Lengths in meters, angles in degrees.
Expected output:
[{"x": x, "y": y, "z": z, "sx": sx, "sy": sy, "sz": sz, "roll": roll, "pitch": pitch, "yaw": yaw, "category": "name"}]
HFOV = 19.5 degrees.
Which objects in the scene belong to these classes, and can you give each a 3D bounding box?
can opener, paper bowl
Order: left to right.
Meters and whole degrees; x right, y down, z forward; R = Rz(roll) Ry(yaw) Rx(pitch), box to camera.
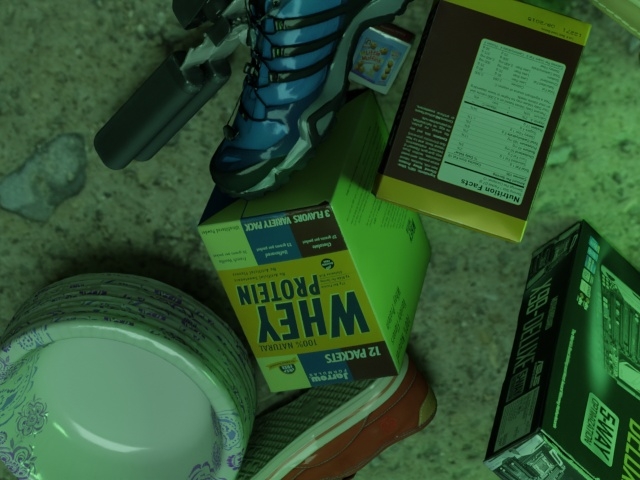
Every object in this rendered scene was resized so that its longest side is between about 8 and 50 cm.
[{"x": -0.206, "y": 0.155, "z": 1.980, "sx": 0.284, "sy": 0.148, "sz": 0.284, "roll": 6, "pitch": 126, "yaw": 9, "category": "paper bowl"}, {"x": -0.129, "y": -0.170, "z": 1.766, "sx": 0.093, "sy": 0.074, "sz": 0.280, "roll": 55, "pitch": 132, "yaw": 13, "category": "can opener"}]

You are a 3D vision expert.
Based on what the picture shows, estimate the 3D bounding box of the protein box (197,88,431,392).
[{"x": 0.000, "y": 0.000, "z": 1.785, "sx": 0.136, "sy": 0.200, "sz": 0.201, "roll": -9, "pitch": 123, "yaw": 21, "category": "protein box"}]

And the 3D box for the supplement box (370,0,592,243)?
[{"x": 0.135, "y": -0.111, "z": 1.632, "sx": 0.129, "sy": 0.191, "sz": 0.194, "roll": 18, "pitch": 93, "yaw": -1, "category": "supplement box"}]

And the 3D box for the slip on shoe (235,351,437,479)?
[{"x": -0.009, "y": 0.230, "z": 2.013, "sx": 0.331, "sy": 0.123, "sz": 0.101, "roll": -37, "pitch": 115, "yaw": 27, "category": "slip on shoe"}]

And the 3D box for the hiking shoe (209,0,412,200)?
[{"x": -0.030, "y": -0.182, "z": 1.660, "sx": 0.132, "sy": 0.113, "sz": 0.304, "roll": 27, "pitch": 100, "yaw": -31, "category": "hiking shoe"}]

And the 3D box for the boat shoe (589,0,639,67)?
[{"x": 0.335, "y": -0.158, "z": 1.639, "sx": 0.341, "sy": 0.121, "sz": 0.110, "roll": 32, "pitch": 126, "yaw": -12, "category": "boat shoe"}]

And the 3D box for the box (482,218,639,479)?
[{"x": 0.285, "y": 0.163, "z": 1.769, "sx": 0.242, "sy": 0.307, "sz": 0.076, "roll": 42, "pitch": 128, "yaw": -16, "category": "box"}]

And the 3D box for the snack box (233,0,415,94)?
[{"x": -0.005, "y": -0.200, "z": 1.751, "sx": 0.178, "sy": 0.022, "sz": 0.064, "roll": 24, "pitch": 128, "yaw": -4, "category": "snack box"}]
